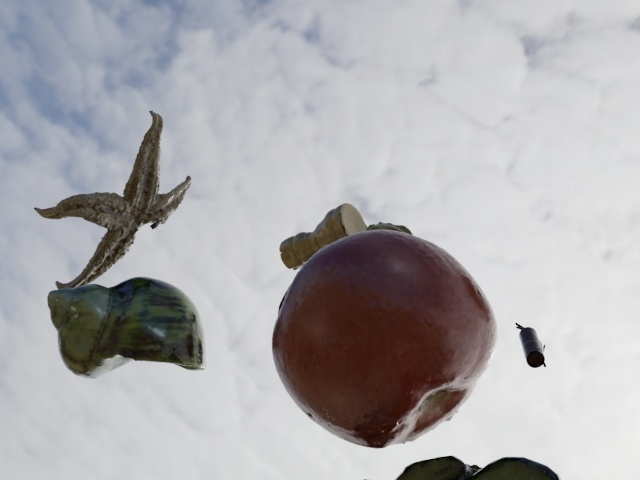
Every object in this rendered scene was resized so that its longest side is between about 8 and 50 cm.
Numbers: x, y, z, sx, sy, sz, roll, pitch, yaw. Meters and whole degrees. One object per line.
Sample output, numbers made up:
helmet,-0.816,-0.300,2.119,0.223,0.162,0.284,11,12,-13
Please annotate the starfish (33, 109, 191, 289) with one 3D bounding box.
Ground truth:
starfish,-0.272,-0.043,1.164,0.050,0.247,0.138,22,-29,44

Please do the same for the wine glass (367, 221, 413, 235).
wine glass,0.072,0.063,1.275,0.122,0.183,0.122,23,-32,15

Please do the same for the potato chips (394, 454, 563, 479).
potato chips,0.110,0.343,0.699,0.070,0.358,0.429,29,-52,-35

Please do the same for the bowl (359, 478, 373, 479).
bowl,0.116,0.432,0.990,0.313,0.146,0.313,-176,-90,-76

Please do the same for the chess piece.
chess piece,0.000,0.000,1.227,0.122,0.066,0.066,-27,-82,29

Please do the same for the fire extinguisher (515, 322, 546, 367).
fire extinguisher,0.414,0.202,1.717,0.056,0.132,0.039,27,-69,-5

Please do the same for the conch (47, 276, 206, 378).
conch,-0.241,0.108,1.087,0.187,0.181,0.124,171,-85,-67

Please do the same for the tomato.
tomato,0.056,0.089,0.835,0.184,0.208,0.208,51,-38,29
